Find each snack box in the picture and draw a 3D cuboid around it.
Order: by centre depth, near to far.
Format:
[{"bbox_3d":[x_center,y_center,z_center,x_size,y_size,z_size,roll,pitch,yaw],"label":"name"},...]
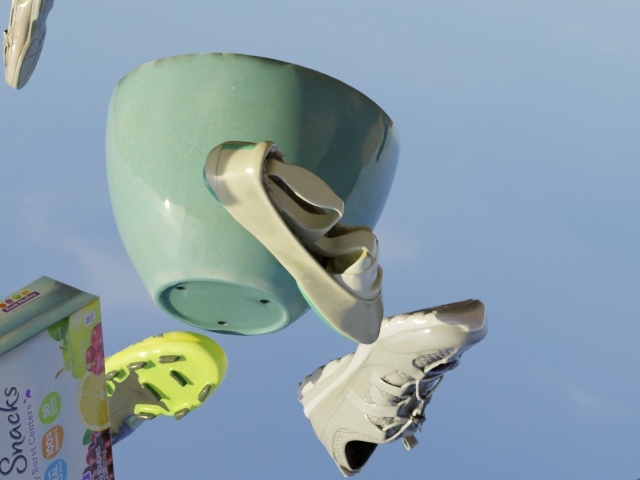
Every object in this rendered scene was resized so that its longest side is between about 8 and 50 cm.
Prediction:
[{"bbox_3d":[-0.244,0.157,1.531,0.070,0.207,0.174,18,-147,34],"label":"snack box"}]

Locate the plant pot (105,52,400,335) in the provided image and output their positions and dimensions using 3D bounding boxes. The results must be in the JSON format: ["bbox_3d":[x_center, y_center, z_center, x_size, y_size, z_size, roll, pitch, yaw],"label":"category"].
[{"bbox_3d":[-0.079,-0.023,1.905,0.290,0.195,0.290,8,155,4],"label":"plant pot"}]

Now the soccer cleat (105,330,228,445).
[{"bbox_3d":[-0.177,0.132,2.017,0.289,0.093,0.121,-31,-159,52],"label":"soccer cleat"}]

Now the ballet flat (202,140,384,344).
[{"bbox_3d":[0.000,0.000,1.688,0.248,0.086,0.086,45,172,-33],"label":"ballet flat"}]

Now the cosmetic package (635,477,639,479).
[{"bbox_3d":[0.418,0.417,2.152,0.113,0.160,0.309,-28,-126,-24],"label":"cosmetic package"}]

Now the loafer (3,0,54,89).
[{"bbox_3d":[-0.295,-0.212,1.966,0.039,0.125,0.045,26,-153,10],"label":"loafer"}]

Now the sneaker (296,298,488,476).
[{"bbox_3d":[0.085,0.141,1.915,0.105,0.115,0.281,-11,161,-32],"label":"sneaker"}]
